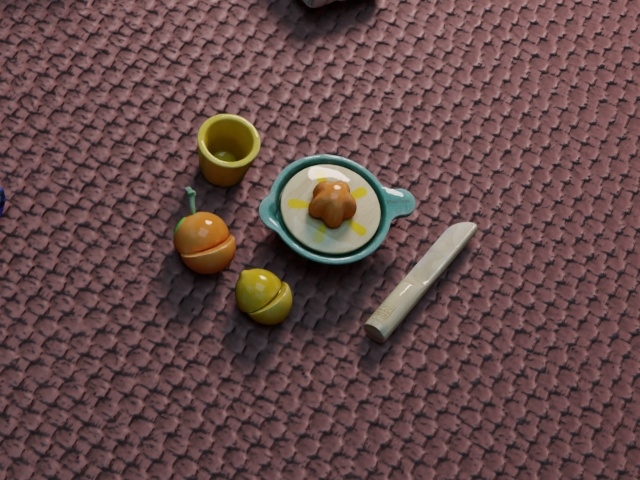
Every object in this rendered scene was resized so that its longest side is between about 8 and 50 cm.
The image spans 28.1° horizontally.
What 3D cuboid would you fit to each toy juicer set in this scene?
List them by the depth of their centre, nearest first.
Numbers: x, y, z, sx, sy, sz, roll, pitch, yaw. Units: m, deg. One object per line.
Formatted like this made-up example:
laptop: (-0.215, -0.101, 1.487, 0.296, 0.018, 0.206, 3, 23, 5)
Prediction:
toy juicer set: (0.000, 0.000, 1.371, 0.329, 0.089, 0.209, 20, 60, -1)

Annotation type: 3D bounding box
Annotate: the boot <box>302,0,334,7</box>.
boot: (-0.024, -0.401, 1.572, 0.123, 0.095, 0.258, -22, 70, -29)

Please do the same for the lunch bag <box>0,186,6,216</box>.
lunch bag: (-0.449, 0.014, 1.260, 0.221, 0.138, 0.293, 11, 52, -3)
